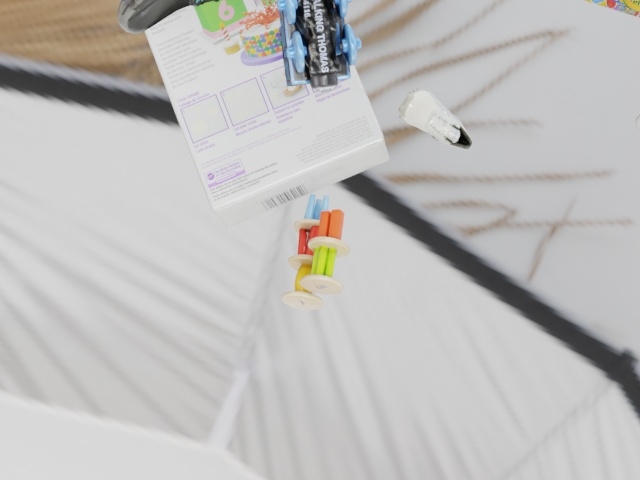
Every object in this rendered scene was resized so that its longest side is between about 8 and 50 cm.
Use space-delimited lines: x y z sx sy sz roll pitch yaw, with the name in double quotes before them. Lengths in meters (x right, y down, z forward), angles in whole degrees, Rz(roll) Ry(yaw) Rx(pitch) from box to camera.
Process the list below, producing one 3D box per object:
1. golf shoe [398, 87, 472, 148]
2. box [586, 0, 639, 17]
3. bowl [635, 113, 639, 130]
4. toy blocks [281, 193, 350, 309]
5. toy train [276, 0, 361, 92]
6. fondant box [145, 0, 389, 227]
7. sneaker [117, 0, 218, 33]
"golf shoe" 0.202 -0.204 2.636 0.176 0.086 0.069 22 103 -53
"box" 0.390 -0.480 2.072 0.279 0.290 0.177 118 -20 -45
"bowl" 0.493 -0.096 1.637 0.298 0.297 0.134 141 -61 -78
"toy blocks" 0.000 0.000 1.927 0.123 0.054 0.148 138 -36 -61
"toy train" -0.009 -0.242 1.583 0.105 0.080 0.184 -163 -115 -80
"fondant box" -0.079 -0.216 2.031 0.238 0.330 0.096 -22 165 3
"sneaker" -0.113 -0.313 1.792 0.267 0.106 0.101 -37 -152 -2
